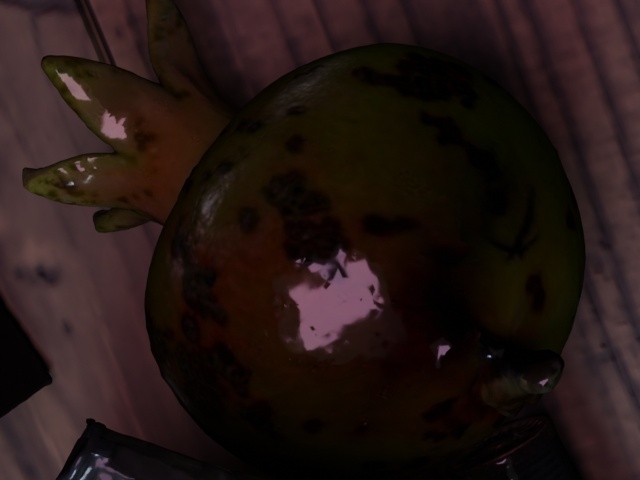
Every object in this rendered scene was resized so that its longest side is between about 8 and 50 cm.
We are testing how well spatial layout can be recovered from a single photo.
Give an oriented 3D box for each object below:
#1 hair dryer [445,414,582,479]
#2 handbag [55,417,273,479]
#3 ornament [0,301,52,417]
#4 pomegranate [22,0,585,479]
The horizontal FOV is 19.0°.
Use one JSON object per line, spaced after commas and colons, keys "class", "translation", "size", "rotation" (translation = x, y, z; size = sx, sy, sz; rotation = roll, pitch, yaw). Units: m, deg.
{"class": "hair dryer", "translation": [0.170, 0.120, 0.700], "size": [0.195, 0.050, 0.173], "rotation": [-25, 99, 16]}
{"class": "handbag", "translation": [-0.015, 0.130, 0.664], "size": [0.175, 0.270, 0.089], "rotation": [24, 70, 3]}
{"class": "ornament", "translation": [-0.251, 0.065, 0.761], "size": [0.196, 0.166, 0.153], "rotation": [-33, 92, 35]}
{"class": "pomegranate", "translation": [-0.010, -0.007, 0.661], "size": [0.220, 0.156, 0.156], "rotation": [33, 109, 11]}
